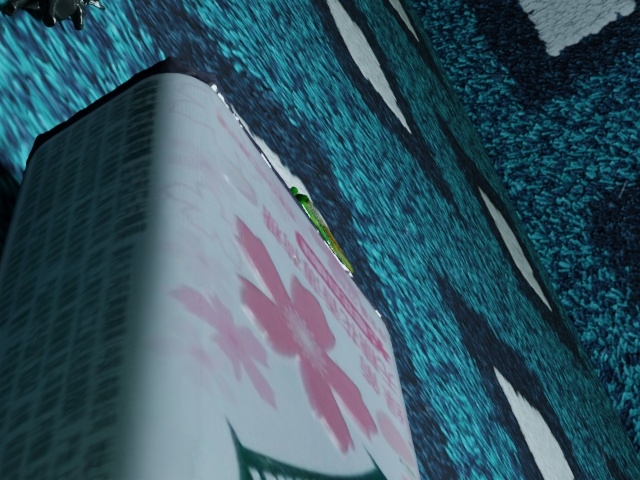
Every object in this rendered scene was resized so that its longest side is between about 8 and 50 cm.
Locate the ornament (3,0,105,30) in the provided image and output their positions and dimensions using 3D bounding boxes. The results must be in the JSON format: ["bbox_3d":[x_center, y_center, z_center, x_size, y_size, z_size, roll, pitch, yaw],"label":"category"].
[{"bbox_3d":[-0.150,-0.147,0.808,0.073,0.028,0.125,60,13,-6],"label":"ornament"}]

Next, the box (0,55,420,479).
[{"bbox_3d":[-0.040,0.086,0.529,0.190,0.112,0.369,56,10,-24],"label":"box"}]

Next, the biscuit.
[{"bbox_3d":[0.000,0.000,1.126,0.089,0.016,0.046,59,11,-6],"label":"biscuit"}]
